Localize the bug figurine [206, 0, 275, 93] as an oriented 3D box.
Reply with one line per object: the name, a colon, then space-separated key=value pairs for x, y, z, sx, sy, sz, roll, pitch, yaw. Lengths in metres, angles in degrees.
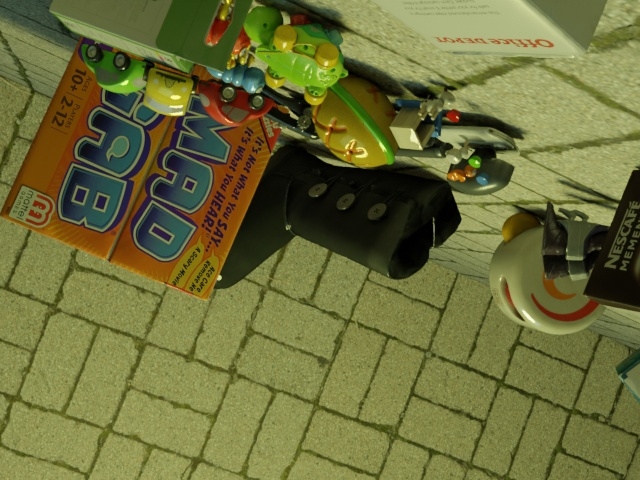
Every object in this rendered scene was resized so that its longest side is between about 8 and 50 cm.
bug figurine: x=-0.164 y=-0.258 z=1.109 sx=0.216 sy=0.072 sz=0.279 roll=22 pitch=177 yaw=4

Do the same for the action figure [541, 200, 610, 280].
action figure: x=0.459 y=0.014 z=1.224 sx=0.285 sy=0.099 sz=0.185 roll=6 pitch=165 yaw=16

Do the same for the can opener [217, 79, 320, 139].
can opener: x=-0.073 y=-0.212 z=1.359 sx=0.186 sy=0.059 sz=0.073 roll=22 pitch=177 yaw=-12

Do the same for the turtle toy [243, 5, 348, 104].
turtle toy: x=-0.027 y=-0.214 z=0.962 sx=0.130 sy=0.066 sz=0.095 roll=25 pitch=153 yaw=-1

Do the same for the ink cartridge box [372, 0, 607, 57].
ink cartridge box: x=0.073 y=-0.192 z=0.538 sx=0.191 sy=0.082 sz=0.140 roll=23 pitch=177 yaw=-37

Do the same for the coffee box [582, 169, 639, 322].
coffee box: x=0.434 y=0.023 z=0.900 sx=0.119 sy=0.168 sz=0.297 roll=23 pitch=176 yaw=-21

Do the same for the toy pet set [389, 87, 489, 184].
toy pet set: x=0.150 y=-0.137 z=1.058 sx=0.114 sy=0.065 sz=0.122 roll=12 pitch=148 yaw=38

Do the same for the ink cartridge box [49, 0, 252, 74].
ink cartridge box: x=-0.170 y=-0.250 z=0.931 sx=0.209 sy=0.108 sz=0.062 roll=21 pitch=174 yaw=12

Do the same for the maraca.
maraca: x=0.032 y=-0.168 z=1.112 sx=0.185 sy=0.099 sz=0.127 roll=49 pitch=173 yaw=-15

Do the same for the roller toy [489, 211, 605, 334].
roller toy: x=0.402 y=0.065 z=1.544 sx=0.209 sy=0.191 sz=0.146 roll=22 pitch=177 yaw=-9

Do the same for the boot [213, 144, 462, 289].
boot: x=0.001 y=-0.002 z=1.685 sx=0.445 sy=0.367 sz=0.146 roll=22 pitch=161 yaw=40

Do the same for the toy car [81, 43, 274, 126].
toy car: x=-0.202 y=-0.192 z=1.075 sx=0.225 sy=0.053 sz=0.239 roll=20 pitch=-171 yaw=22

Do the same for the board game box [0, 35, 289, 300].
board game box: x=-0.325 y=-0.140 z=1.565 sx=0.357 sy=0.356 sz=0.356 roll=24 pitch=176 yaw=-18

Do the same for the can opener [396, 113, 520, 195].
can opener: x=0.137 y=-0.118 z=1.166 sx=0.284 sy=0.095 sz=0.076 roll=9 pitch=167 yaw=47

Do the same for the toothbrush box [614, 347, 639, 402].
toothbrush box: x=0.511 y=0.154 z=1.135 sx=0.126 sy=0.216 sz=0.295 roll=53 pitch=-171 yaw=14
